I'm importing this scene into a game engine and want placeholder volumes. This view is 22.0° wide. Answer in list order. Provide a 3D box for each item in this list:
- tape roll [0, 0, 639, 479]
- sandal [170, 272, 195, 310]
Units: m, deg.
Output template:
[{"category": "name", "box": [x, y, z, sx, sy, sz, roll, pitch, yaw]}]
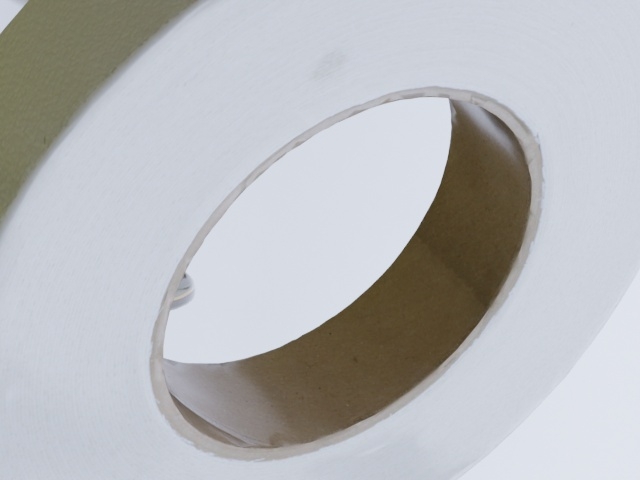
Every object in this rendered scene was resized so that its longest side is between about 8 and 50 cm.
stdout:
[{"category": "tape roll", "box": [0.000, 0.000, 0.750, 0.392, 0.392, 0.072, -54, -131, 14]}, {"category": "sandal", "box": [-0.127, 0.020, 0.993, 0.072, 0.180, 0.049, -1, -90, 18]}]
